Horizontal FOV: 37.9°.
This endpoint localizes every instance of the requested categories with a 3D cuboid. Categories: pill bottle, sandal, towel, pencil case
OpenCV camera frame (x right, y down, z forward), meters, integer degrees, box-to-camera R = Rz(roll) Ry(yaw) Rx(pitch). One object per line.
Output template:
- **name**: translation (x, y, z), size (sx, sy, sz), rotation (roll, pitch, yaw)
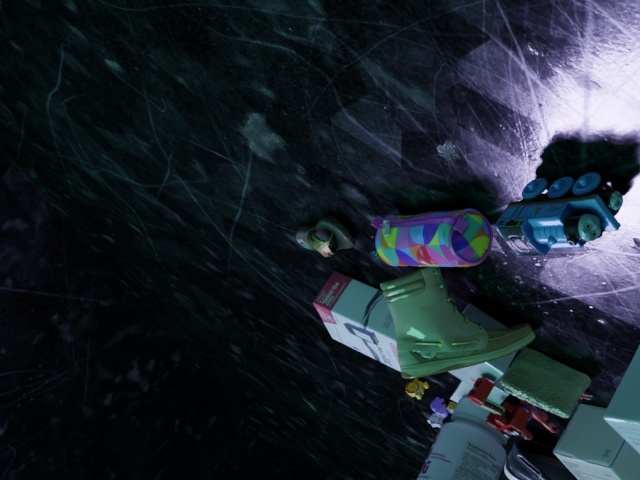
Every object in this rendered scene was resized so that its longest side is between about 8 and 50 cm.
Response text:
- **pill bottle**: translation (0.311, 0.502, 2.050), size (0.160, 0.283, 0.160), rotation (25, 158, 11)
- **sandal**: translation (0.000, 0.000, 1.943), size (0.090, 0.060, 0.219), rotation (44, 158, -20)
- **towel**: translation (0.431, 0.272, 1.791), size (0.148, 0.110, 0.027), rotation (26, 150, 26)
- **pencil case**: translation (0.187, -0.003, 1.605), size (0.104, 0.104, 0.236), rotation (46, 155, -24)

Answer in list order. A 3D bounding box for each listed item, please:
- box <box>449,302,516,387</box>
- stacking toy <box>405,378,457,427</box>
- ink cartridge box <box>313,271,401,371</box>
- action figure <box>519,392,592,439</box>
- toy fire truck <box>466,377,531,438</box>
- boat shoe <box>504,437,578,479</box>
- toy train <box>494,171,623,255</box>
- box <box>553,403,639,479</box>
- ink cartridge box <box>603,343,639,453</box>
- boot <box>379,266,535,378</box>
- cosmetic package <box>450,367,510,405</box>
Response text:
- **box**: translation (0.313, 0.220, 1.887), size (0.130, 0.091, 0.170), rotation (33, 158, 6)
- **stacking toy**: translation (0.336, 0.440, 2.373), size (0.221, 0.052, 0.167), rotation (15, 151, 41)
- **ink cartridge box**: translation (0.123, 0.188, 2.098), size (0.237, 0.100, 0.172), rotation (23, 156, 31)
- **action figure**: translation (0.472, 0.351, 1.925), size (0.139, 0.091, 0.280), rotation (32, 161, 28)
- **toy fire truck**: translation (0.354, 0.342, 1.894), size (0.135, 0.047, 0.192), rotation (32, 166, 6)
- **boat shoe**: translation (0.584, 0.543, 2.129), size (0.340, 0.127, 0.113), rotation (24, 130, 34)
- **toy train**: translation (0.334, -0.033, 1.300), size (0.080, 0.105, 0.184), rotation (45, 157, -23)
- **box**: translation (0.608, 0.455, 1.881), size (0.232, 0.127, 0.148), rotation (47, 157, -26)
- **ink cartridge box**: translation (0.691, 0.340, 1.458), size (0.395, 0.166, 0.285), rotation (43, 158, -18)
- **boot**: translation (0.256, 0.135, 1.757), size (0.095, 0.262, 0.203), rotation (39, -143, -84)
- **cosmetic package**: translation (0.363, 0.325, 2.073), size (0.099, 0.060, 0.239), rotation (31, 159, 10)
